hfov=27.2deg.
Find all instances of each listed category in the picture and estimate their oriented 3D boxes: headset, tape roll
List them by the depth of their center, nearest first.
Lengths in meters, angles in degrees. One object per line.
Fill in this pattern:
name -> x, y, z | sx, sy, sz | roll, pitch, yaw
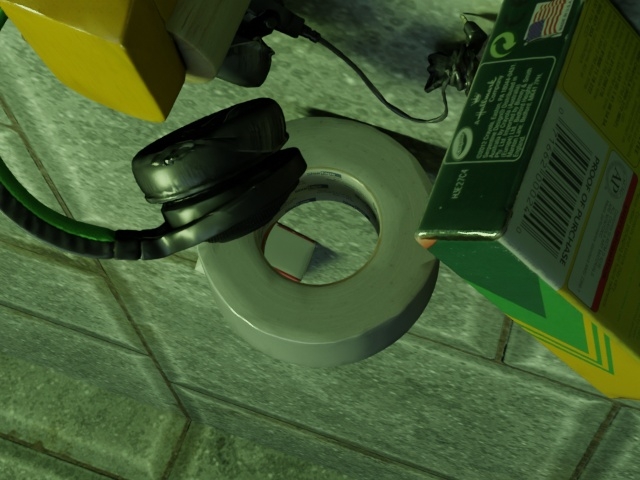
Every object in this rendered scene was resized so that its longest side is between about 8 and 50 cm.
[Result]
headset -> -0.076, -0.109, 0.989 | 0.394, 0.244, 0.185 | -6, -169, -8
tape roll -> 0.000, 0.000, 1.199 | 0.219, 0.219, 0.072 | 18, 159, 11

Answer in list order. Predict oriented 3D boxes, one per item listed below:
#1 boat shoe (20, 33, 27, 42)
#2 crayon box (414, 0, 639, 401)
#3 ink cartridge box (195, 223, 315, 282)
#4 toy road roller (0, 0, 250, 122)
boat shoe -> -0.222, -0.173, 1.236 | 0.135, 0.045, 0.050 | 19, 160, 9
crayon box -> 0.217, -0.012, 0.967 | 0.081, 0.202, 0.318 | 1, 151, 46
ink cartridge box -> -0.080, 0.019, 1.575 | 0.099, 0.056, 0.135 | 26, 160, -14
toy road roller -> -0.165, -0.231, 0.747 | 0.240, 0.203, 0.329 | 21, 169, 13
